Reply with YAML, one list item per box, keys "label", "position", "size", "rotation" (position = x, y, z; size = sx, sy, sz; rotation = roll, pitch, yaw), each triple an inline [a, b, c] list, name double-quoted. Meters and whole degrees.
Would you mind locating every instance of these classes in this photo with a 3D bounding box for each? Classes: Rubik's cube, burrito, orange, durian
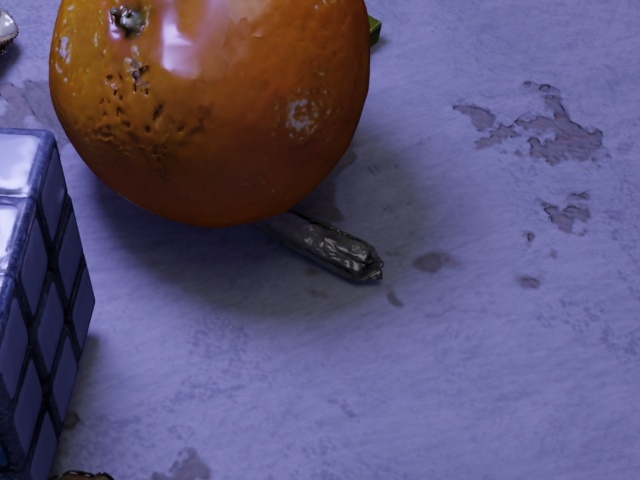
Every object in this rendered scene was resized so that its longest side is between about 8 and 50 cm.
- label: "Rubik's cube"
  position: [-0.424, 0.078, 1.375]
  size: [0.301, 0.305, 0.304]
  rotation: [3, 51, 5]
- label: "burrito"
  position: [0.000, 0.000, 1.697]
  size: [0.188, 0.045, 0.058]
  rotation: [27, 76, 12]
- label: "orange"
  position: [-0.146, -0.225, 1.625]
  size: [0.326, 0.424, 0.424]
  rotation: [13, 33, -53]
- label: "durian"
  position: [-0.478, -0.271, 1.839]
  size: [0.110, 0.071, 0.140]
  rotation: [2, 36, -13]

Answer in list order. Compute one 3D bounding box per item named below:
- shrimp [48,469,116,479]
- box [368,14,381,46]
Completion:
- label: "shrimp"
  position: [-0.281, 0.338, 1.360]
  size: [0.173, 0.058, 0.253]
  rotation: [13, 45, 13]
- label: "box"
  position: [-0.068, -0.272, 1.921]
  size: [0.173, 0.043, 0.311]
  rotation: [33, 52, 18]
